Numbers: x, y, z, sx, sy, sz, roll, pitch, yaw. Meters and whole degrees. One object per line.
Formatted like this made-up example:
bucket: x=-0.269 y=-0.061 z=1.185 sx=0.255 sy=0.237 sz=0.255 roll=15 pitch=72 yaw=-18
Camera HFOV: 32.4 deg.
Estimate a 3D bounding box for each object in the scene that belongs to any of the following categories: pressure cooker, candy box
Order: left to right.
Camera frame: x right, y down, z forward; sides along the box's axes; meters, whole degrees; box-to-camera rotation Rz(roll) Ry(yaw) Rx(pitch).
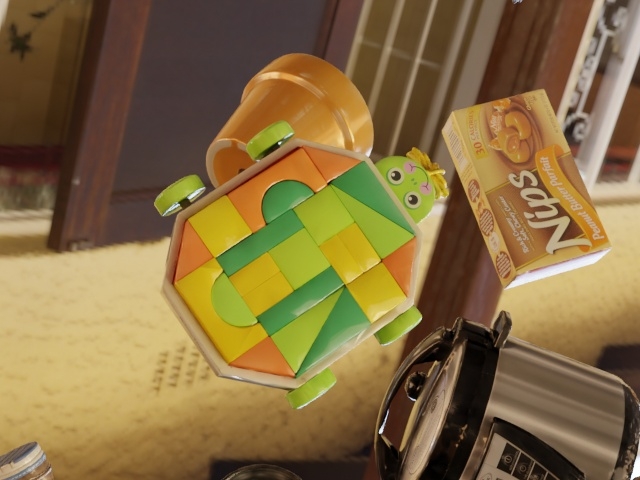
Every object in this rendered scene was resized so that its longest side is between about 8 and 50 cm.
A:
pressure cooker: x=0.312 y=0.356 z=1.981 sx=0.420 sy=0.375 sz=0.369 roll=22 pitch=-118 yaw=-1
candy box: x=0.355 y=-0.093 z=1.921 sx=0.183 sy=0.316 sz=0.087 roll=-15 pitch=164 yaw=-13

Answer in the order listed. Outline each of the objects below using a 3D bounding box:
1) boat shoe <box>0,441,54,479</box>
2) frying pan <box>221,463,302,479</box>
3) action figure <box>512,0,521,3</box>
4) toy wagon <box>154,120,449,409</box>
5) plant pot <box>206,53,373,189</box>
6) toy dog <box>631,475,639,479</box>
boat shoe: x=-0.370 y=0.286 z=1.247 sx=0.183 sy=0.066 sz=0.066 roll=-24 pitch=-170 yaw=37
frying pan: x=-0.034 y=0.460 z=1.827 sx=0.326 sy=0.053 sz=0.197 roll=-7 pitch=-115 yaw=-14
action figure: x=0.180 y=-0.403 z=1.177 sx=0.141 sy=0.275 sz=0.164 roll=-30 pitch=176 yaw=-25
toy wagon: x=0.000 y=0.000 z=1.179 sx=0.344 sy=0.267 sz=0.068 roll=-34 pitch=178 yaw=-17
plant pot: x=-0.059 y=-0.136 z=1.579 sx=0.205 sy=0.205 sz=0.188 roll=24 pitch=-135 yaw=25
toy dog: x=0.694 y=0.434 z=1.955 sx=0.161 sy=0.220 sz=0.334 roll=50 pitch=163 yaw=1
